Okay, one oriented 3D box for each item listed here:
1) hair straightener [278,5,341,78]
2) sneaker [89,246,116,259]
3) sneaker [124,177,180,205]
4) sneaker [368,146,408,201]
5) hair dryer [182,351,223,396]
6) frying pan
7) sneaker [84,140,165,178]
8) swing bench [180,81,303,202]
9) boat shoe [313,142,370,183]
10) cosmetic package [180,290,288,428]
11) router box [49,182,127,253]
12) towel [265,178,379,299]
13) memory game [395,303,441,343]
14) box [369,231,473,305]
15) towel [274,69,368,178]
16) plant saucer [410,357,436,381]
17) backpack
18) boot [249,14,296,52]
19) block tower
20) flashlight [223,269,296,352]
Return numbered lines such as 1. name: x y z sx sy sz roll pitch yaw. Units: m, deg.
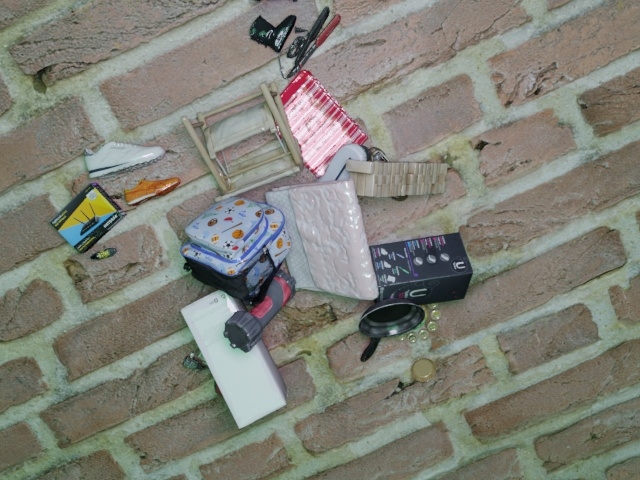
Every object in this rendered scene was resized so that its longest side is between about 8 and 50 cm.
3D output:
1. hair straightener: -0.044 -0.564 1.352 0.089 0.047 0.230 41 104 10
2. sneaker: -0.665 0.045 1.454 0.083 0.035 0.031 -20 101 3
3. sneaker: -0.501 -0.158 1.406 0.175 0.064 0.068 -19 90 0
4. sneaker: 0.196 -0.191 1.401 0.066 0.071 0.188 -37 98 6
5. hair dryer: -0.272 0.388 1.499 0.293 0.080 0.224 35 98 -7
6. frying pan: 0.209 0.263 1.427 0.197 0.053 0.326 -9 143 -1
7. sneaker: -0.571 -0.249 1.380 0.234 0.090 0.095 -13 91 0
8. swing bench: -0.204 -0.272 1.322 0.253 0.165 0.255 -18 106 11
9. boat shoe: 0.039 -0.138 1.383 0.121 0.119 0.335 50 121 12
10. cosmetic package: -0.242 0.325 1.388 0.155 0.197 0.366 -26 86 -5
11. router box: -0.697 -0.067 1.428 0.179 0.046 0.133 -41 98 7
12. towel: 0.000 0.000 1.331 0.316 0.053 0.332 1 113 42
13. memory game: 0.293 0.240 1.511 0.186 0.012 0.186 0 101 0
14. box: 0.283 0.094 1.385 0.270 0.165 0.143 -9 56 1
15. towel: -0.019 -0.335 1.394 0.199 0.031 0.275 -43 98 8
16. plant saucer: 0.333 0.417 1.543 0.083 0.015 0.084 0 101 -1
17. backpack: -0.218 0.002 1.294 0.276 0.263 0.213 23 137 29
18. boot: -0.136 -0.600 1.339 0.099 0.045 0.121 31 97 0
19. block tower: 0.215 -0.171 1.306 0.335 0.090 0.097 -5 103 -42
20. flashlight: -0.166 0.183 1.322 0.103 0.304 0.103 12 112 18
